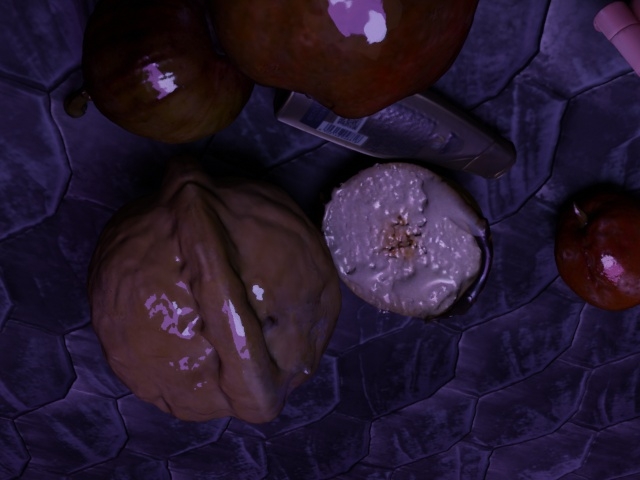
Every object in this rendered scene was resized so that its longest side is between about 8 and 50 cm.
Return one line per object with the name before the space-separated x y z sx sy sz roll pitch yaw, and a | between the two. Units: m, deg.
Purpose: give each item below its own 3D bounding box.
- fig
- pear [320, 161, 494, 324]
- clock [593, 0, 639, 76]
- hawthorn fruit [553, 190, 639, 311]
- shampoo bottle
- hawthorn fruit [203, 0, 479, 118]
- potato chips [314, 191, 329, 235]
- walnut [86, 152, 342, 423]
fig | -0.234 -0.200 0.996 0.320 0.217 0.217 -18 136 39
pear | 0.152 -0.023 1.201 0.266 0.178 0.267 13 119 25
clock | 0.492 -0.272 0.955 0.241 0.142 0.227 -41 149 26
hawthorn fruit | 0.446 0.005 1.240 0.179 0.179 0.200 -31 129 24
shampoo bottle | 0.112 -0.166 1.111 0.349 0.084 0.126 16 134 -19
hawthorn fruit | 0.036 -0.291 0.836 0.308 0.309 0.325 6 155 -10
potato chips | 0.000 0.000 1.304 0.026 0.037 0.204 -6 130 -12
walnut | -0.154 0.081 1.139 0.383 0.384 0.384 -2 135 -2
